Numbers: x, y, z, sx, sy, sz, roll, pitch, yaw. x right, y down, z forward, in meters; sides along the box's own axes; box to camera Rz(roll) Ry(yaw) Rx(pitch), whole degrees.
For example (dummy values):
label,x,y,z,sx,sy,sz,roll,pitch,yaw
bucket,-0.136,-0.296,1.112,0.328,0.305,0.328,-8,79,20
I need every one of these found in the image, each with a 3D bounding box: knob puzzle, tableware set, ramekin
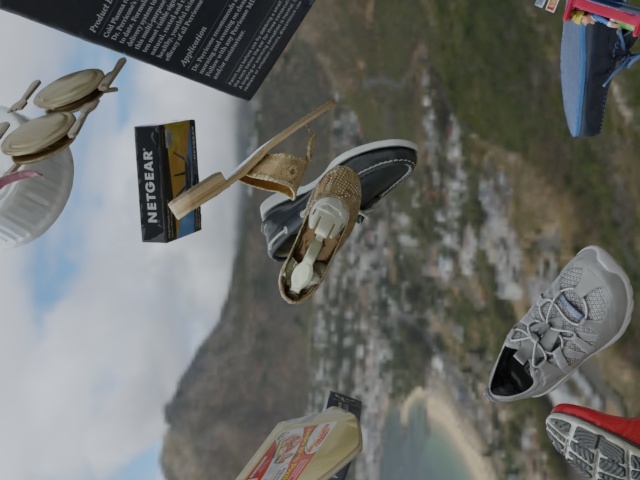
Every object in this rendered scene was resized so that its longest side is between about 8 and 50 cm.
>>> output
label,x,y,z,sx,sy,sz,roll,pitch,yaw
knob puzzle,-0.019,0.279,1.336,0.030,0.213,0.213,57,-172,-15
tableware set,-0.292,-0.134,1.192,0.194,0.128,0.039,-77,-28,-54
ramekin,-0.637,-0.132,2.091,0.135,0.277,0.277,37,-128,-65

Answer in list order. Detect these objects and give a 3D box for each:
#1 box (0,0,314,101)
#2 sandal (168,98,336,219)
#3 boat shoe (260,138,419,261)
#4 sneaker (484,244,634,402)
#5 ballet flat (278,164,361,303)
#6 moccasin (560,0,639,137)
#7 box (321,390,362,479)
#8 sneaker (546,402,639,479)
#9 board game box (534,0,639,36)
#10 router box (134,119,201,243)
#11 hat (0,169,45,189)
label,x,y,z,sx,sy,sz,roll,pitch,yaw
box,-0.305,-0.534,1.790,0.297,0.472,0.480,-54,40,23
sandal,-0.063,-0.075,1.281,0.079,0.240,0.088,58,164,-6
boat shoe,0.031,-0.055,1.588,0.302,0.114,0.091,-30,56,42
sneaker,0.297,0.124,1.346,0.105,0.115,0.281,48,140,27
ballet flat,0.000,0.000,1.424,0.067,0.073,0.206,-72,3,-71
moccasin,0.435,-0.319,1.606,0.138,0.117,0.342,-99,7,-64
box,-0.005,0.356,1.544,0.183,0.059,0.232,-72,2,-78
sneaker,0.415,0.245,1.298,0.107,0.279,0.118,90,-161,-53
board game box,0.292,-0.234,1.108,0.168,0.133,0.033,49,127,56
router box,-0.233,-0.093,1.642,0.133,0.046,0.179,-30,-61,-69
hat,-0.444,-0.047,1.133,0.208,0.173,0.183,-44,8,-25
